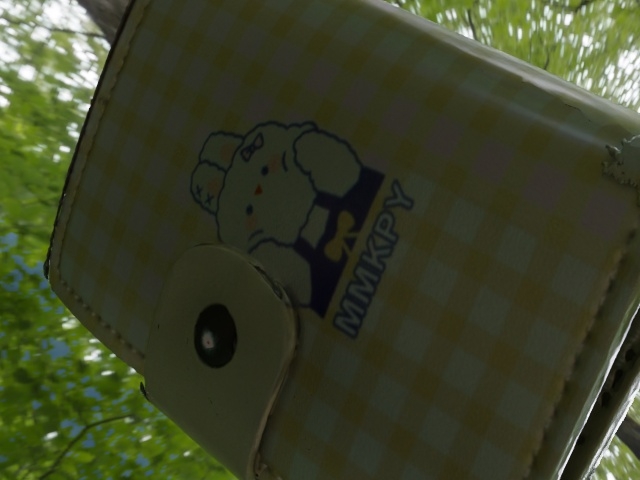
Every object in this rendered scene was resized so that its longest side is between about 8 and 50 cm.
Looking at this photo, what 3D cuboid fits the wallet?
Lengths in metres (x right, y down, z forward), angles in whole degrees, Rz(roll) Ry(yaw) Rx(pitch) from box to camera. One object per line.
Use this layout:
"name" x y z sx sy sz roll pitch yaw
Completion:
"wallet" 0.000 0.000 0.489 0.309 0.077 0.223 36 -75 42
